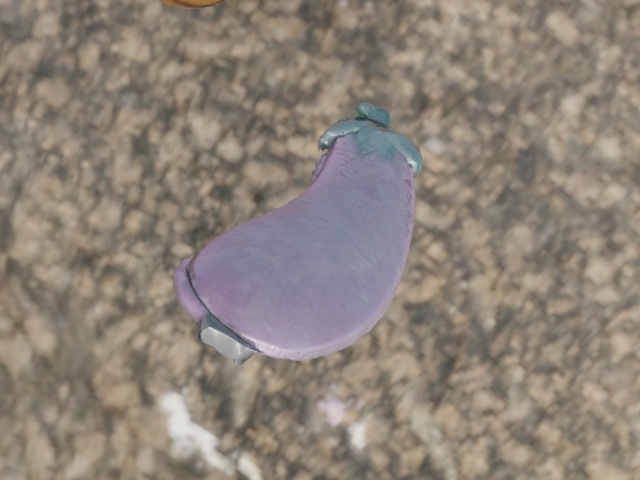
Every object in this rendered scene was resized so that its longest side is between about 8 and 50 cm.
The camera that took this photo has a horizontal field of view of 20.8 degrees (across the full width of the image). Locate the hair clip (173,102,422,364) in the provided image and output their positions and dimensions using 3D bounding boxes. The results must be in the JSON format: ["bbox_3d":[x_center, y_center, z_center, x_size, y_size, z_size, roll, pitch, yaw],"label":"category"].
[{"bbox_3d":[0.002,0.001,1.291,0.110,0.096,0.358,62,25,-13],"label":"hair clip"}]

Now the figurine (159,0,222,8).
[{"bbox_3d":[-0.062,-0.193,0.676,0.133,0.176,0.236,13,15,-45],"label":"figurine"}]
